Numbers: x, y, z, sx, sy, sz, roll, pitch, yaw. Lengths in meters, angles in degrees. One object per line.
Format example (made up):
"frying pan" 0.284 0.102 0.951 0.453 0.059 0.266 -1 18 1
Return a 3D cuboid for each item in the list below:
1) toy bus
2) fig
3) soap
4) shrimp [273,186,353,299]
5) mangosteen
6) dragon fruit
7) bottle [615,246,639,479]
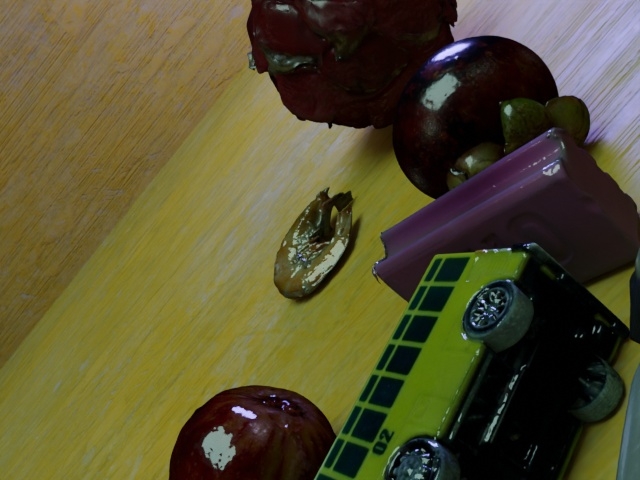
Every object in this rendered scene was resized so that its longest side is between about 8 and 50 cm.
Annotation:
"toy bus" 0.099 0.142 0.546 0.262 0.128 0.150 -59 23 -18
"fig" -0.070 0.246 0.702 0.207 0.175 0.175 -68 23 2
"soap" 0.158 0.002 0.645 0.203 0.122 0.065 -34 29 41
"shrimp" 0.002 0.002 1.060 0.132 0.052 0.187 4 63 42
"mangosteen" 0.171 -0.112 0.755 0.200 0.200 0.199 -42 25 24
"dragon fruit" 0.043 -0.323 1.091 0.329 0.329 0.329 -42 25 24
"bottle" 0.211 0.113 0.326 0.168 0.168 0.347 -31 28 42
